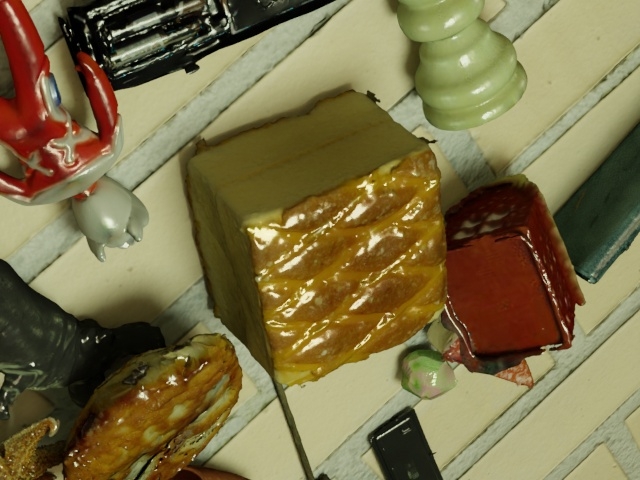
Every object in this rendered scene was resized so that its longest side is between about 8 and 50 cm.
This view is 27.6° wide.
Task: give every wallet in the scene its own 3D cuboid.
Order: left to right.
[{"bbox_3d":[0.476,-0.107,1.919,0.046,0.191,0.379,39,92,-21],"label":"wallet"}]

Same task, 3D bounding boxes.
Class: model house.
[{"bbox_3d":[0.269,0.033,1.819,0.196,0.160,0.254,64,29,-18],"label":"model house"}]

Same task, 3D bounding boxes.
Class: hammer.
[{"bbox_3d":[-0.040,0.282,1.914,0.058,0.029,0.292,-31,129,-18],"label":"hammer"}]

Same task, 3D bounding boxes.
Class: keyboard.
[{"bbox_3d":[0.144,0.361,2.088,0.093,0.025,0.230,-32,131,-12],"label":"keyboard"}]

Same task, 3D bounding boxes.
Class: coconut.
[{"bbox_3d":[0.159,0.201,1.962,0.081,0.083,0.082,-23,122,5],"label":"coconut"}]

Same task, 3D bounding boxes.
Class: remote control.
[{"bbox_3d":[-0.099,-0.286,1.488,0.398,0.062,0.145,-28,131,-17],"label":"remote control"}]

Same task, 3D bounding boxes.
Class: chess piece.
[{"bbox_3d":[0.157,-0.280,1.634,0.144,0.144,0.251,-35,125,-12],"label":"chess piece"}]

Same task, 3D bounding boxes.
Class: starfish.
[{"bbox_3d":[-0.387,0.288,1.615,0.240,0.043,0.227,-35,156,23],"label":"starfish"}]

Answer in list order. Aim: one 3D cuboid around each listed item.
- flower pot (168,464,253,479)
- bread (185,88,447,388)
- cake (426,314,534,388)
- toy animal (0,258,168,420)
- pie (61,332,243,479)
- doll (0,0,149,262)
[{"bbox_3d":[-0.154,0.403,1.816,0.173,0.190,0.191,14,109,-53],"label":"flower pot"},{"bbox_3d":[0.000,0.000,1.638,0.279,0.207,0.279,-23,130,-24],"label":"bread"},{"bbox_3d":[0.266,0.141,1.993,0.220,0.086,0.117,21,107,-40],"label":"cake"},{"bbox_3d":[-0.341,0.128,1.555,0.343,0.106,0.168,29,92,-49],"label":"toy animal"},{"bbox_3d":[-0.208,0.226,1.641,0.308,0.085,0.308,-41,161,-18],"label":"pie"},{"bbox_3d":[-0.303,-0.115,1.433,0.188,0.099,0.384,-27,130,5],"label":"doll"}]
